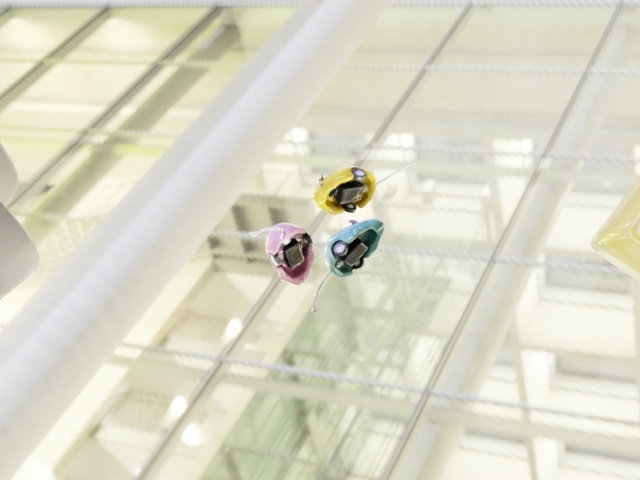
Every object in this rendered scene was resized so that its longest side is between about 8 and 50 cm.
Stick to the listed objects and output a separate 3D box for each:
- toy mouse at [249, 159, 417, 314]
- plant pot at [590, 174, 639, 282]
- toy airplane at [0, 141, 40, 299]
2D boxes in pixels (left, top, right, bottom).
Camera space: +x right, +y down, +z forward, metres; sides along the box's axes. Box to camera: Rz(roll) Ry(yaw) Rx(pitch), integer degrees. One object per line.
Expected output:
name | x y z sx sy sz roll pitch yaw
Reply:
toy mouse | 0.000 0.000 0.986 0.031 0.161 0.143 43 -43 38
plant pot | 0.189 -0.008 0.575 0.081 0.083 0.081 37 -82 14
toy airplane | -0.255 -0.117 0.389 0.384 0.272 0.386 55 -40 17
